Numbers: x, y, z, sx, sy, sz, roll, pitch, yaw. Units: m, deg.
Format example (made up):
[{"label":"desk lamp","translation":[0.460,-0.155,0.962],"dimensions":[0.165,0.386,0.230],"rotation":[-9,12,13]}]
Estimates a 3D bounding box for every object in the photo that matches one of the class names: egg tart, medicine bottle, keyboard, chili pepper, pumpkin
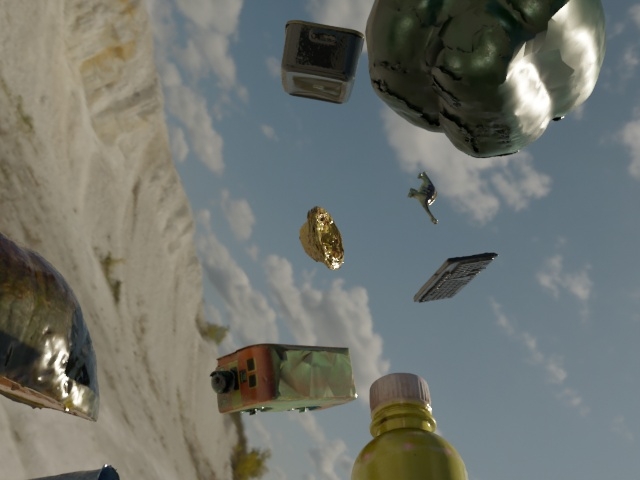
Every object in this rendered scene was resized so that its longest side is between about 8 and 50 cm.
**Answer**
[{"label":"egg tart","translation":[0.000,0.000,1.360],"dimensions":[0.129,0.049,0.129],"rotation":[47,30,-38]},{"label":"medicine bottle","translation":[0.091,0.245,0.758],"dimensions":[0.122,0.121,0.212],"rotation":[78,8,-47]},{"label":"keyboard","translation":[0.212,0.065,1.200],"dimensions":[0.250,0.087,0.017],"rotation":[108,-28,-71]},{"label":"chili pepper","translation":[0.186,-0.230,0.795],"dimensions":[0.233,0.248,0.256],"rotation":[35,2,21]},{"label":"pumpkin","translation":[-0.282,0.091,0.745],"dimensions":[0.169,0.148,0.312],"rotation":[23,-20,-12]}]

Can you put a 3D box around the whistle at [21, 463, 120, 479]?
[{"label":"whistle","translation":[-0.409,0.345,0.955],"dimensions":[0.062,0.304,0.062],"rotation":[-13,90,-77]}]

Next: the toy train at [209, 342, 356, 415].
[{"label":"toy train","translation":[-0.040,0.168,0.872],"dimensions":[0.099,0.188,0.072],"rotation":[-21,-112,41]}]

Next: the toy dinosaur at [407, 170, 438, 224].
[{"label":"toy dinosaur","translation":[0.183,-0.091,1.324],"dimensions":[0.058,0.180,0.037],"rotation":[28,-49,-16]}]

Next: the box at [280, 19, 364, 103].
[{"label":"box","translation":[-0.001,-0.323,1.353],"dimensions":[0.201,0.144,0.090],"rotation":[138,-38,-86]}]
